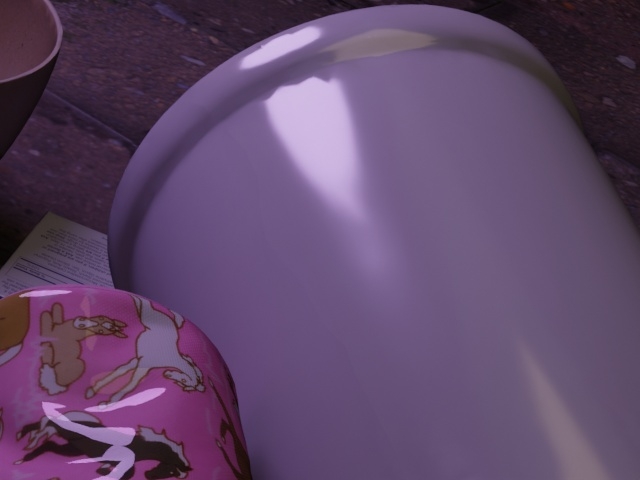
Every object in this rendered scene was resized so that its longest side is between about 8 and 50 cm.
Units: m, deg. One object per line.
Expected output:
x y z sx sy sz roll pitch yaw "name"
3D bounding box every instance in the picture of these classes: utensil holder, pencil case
0.074 0.103 1.119 0.327 0.328 0.385 3 42 -28 "utensil holder"
-0.104 0.186 0.838 0.160 0.167 0.386 51 14 -34 "pencil case"

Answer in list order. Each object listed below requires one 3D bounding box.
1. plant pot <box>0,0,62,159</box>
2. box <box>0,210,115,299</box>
-0.351 -0.103 1.379 0.284 0.191 0.284 15 29 -8 "plant pot"
-0.169 0.057 1.340 0.126 0.072 0.137 22 28 3 "box"
